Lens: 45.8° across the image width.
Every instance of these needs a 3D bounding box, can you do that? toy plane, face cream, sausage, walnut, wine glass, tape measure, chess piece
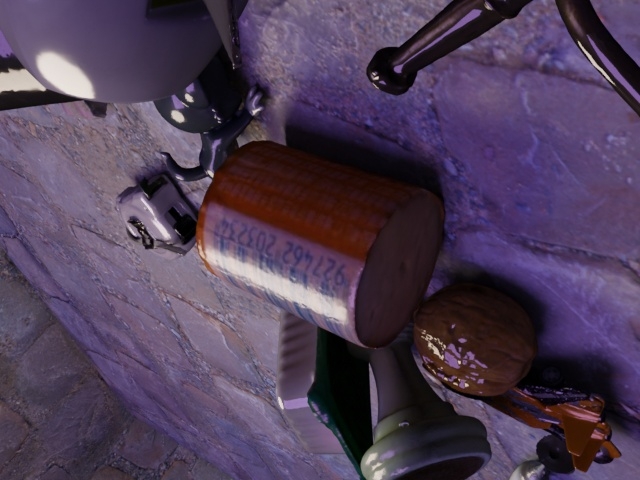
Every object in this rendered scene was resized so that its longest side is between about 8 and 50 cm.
[{"bbox_3d":[0.295,0.230,1.161,0.316,0.103,0.204,25,155,45],"label":"toy plane"},{"bbox_3d":[-0.182,-0.328,0.751,0.219,0.312,0.357,41,134,23],"label":"face cream"},{"bbox_3d":[0.000,0.000,1.066,0.287,0.233,0.233,20,144,33],"label":"sausage"},{"bbox_3d":[0.214,0.137,1.078,0.184,0.155,0.155,26,148,28],"label":"walnut"},{"bbox_3d":[0.381,0.416,1.342,0.074,0.074,0.262,32,151,16],"label":"wine glass"},{"bbox_3d":[-0.333,-0.038,1.549,0.178,0.105,0.196,49,149,-15],"label":"tape measure"},{"bbox_3d":[0.125,0.228,1.173,0.194,0.195,0.299,94,162,-55],"label":"chess piece"}]

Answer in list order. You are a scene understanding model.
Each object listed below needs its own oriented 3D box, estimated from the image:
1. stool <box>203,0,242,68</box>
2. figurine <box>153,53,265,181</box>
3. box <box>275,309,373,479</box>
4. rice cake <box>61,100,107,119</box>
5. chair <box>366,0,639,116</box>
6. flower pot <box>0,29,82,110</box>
[{"bbox_3d":[0.015,-0.304,0.563,0.269,0.244,0.170,90,159,-54],"label":"stool"},{"bbox_3d":[-0.184,-0.181,1.143,0.193,0.140,0.265,36,132,49],"label":"figurine"},{"bbox_3d":[0.000,0.214,1.262,0.106,0.336,0.264,-16,126,12],"label":"box"},{"bbox_3d":[-0.493,-0.349,1.373,0.106,0.050,0.298,11,140,41],"label":"rice cake"},{"bbox_3d":[0.336,-0.143,0.344,0.362,0.364,0.410,46,145,0],"label":"chair"},{"bbox_3d":[-0.398,-0.318,1.046,0.251,0.379,0.379,12,145,9],"label":"flower pot"}]
